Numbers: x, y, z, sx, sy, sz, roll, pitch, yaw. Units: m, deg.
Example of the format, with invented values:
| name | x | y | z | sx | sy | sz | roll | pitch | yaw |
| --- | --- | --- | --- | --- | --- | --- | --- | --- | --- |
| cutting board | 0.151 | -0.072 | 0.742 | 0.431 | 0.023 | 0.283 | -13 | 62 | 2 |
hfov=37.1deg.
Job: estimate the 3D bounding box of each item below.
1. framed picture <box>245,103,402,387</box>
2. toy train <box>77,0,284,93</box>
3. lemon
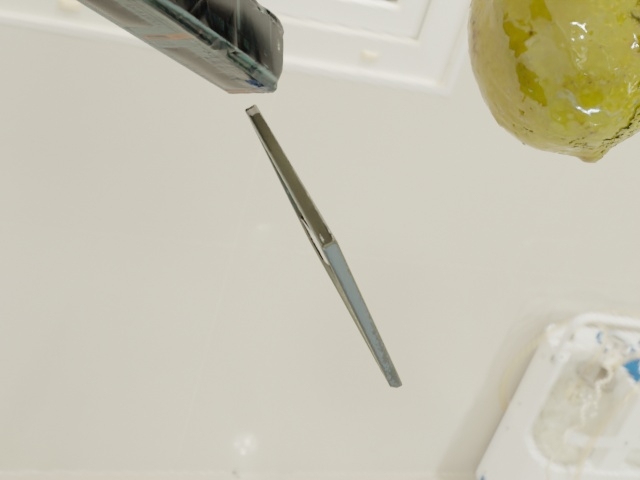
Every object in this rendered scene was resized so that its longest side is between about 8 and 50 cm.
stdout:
| name | x | y | z | sx | sy | sz | roll | pitch | yaw |
| --- | --- | --- | --- | --- | --- | --- | --- | --- | --- |
| framed picture | 0.000 | 0.000 | 1.025 | 0.016 | 0.213 | 0.289 | -27 | 37 | -2 |
| toy train | -0.146 | -0.228 | 0.886 | 0.089 | 0.086 | 0.409 | 1 | -6 | 21 |
| lemon | 0.307 | -0.250 | 1.184 | 0.257 | 0.258 | 0.310 | -16 | 84 | -43 |
